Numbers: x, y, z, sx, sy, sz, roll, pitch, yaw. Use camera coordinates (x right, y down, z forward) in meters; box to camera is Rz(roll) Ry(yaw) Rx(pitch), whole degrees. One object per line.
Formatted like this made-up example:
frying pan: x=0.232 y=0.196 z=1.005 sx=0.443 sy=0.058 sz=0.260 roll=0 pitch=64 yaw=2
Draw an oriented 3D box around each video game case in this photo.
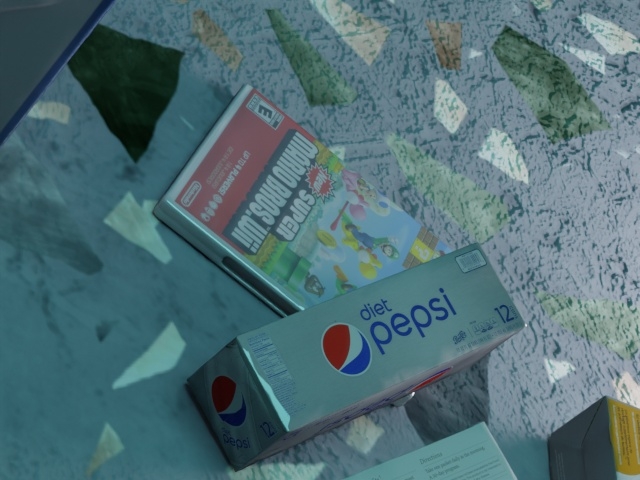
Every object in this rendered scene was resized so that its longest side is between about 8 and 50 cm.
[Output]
video game case: x=0.000 y=0.000 z=1.619 sx=0.285 sy=0.025 sz=0.204 roll=39 pitch=41 yaw=-8

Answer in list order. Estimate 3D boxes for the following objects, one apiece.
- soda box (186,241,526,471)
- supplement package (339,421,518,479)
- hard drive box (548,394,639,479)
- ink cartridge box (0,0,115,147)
soda box: x=0.035 y=0.095 z=1.485 sx=0.286 sy=0.098 sz=0.091 roll=-20 pitch=75 yaw=-38
supplement package: x=0.013 y=0.266 z=1.274 sx=0.262 sy=0.204 sz=0.145 roll=-14 pitch=69 yaw=-45
hard drive box: x=0.335 y=0.270 z=1.629 sx=0.232 sy=0.089 sz=0.181 roll=22 pitch=47 yaw=-26
ink cartridge box: x=-0.271 y=-0.286 z=1.438 sx=0.151 sy=0.270 sz=0.395 roll=23 pitch=46 yaw=-27
